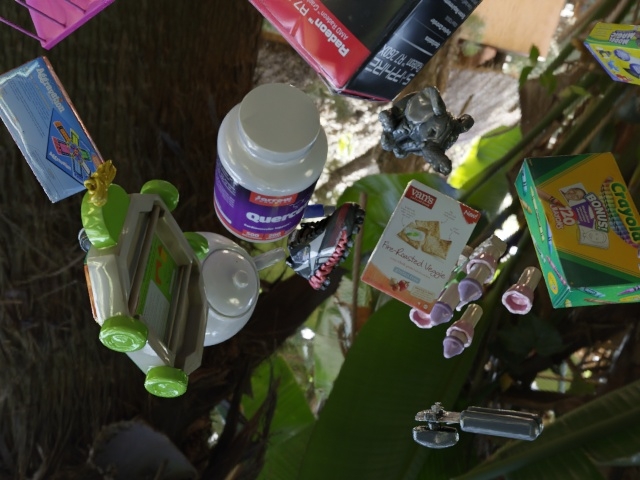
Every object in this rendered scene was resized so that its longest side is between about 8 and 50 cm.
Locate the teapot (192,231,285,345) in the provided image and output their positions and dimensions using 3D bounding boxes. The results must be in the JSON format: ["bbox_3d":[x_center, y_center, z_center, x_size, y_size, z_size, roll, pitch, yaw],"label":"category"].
[{"bbox_3d":[-0.209,0.088,1.180,0.187,0.255,0.253,-17,143,39],"label":"teapot"}]

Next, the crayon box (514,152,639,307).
[{"bbox_3d":[0.469,-0.023,1.046,0.166,0.081,0.278,-4,-122,-2],"label":"crayon box"}]

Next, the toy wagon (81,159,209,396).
[{"bbox_3d":[-0.239,0.037,0.804,0.068,0.344,0.267,-11,-134,10],"label":"toy wagon"}]

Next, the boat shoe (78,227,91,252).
[{"bbox_3d":[-0.497,0.045,1.574,0.303,0.114,0.091,16,-144,-18],"label":"boat shoe"}]

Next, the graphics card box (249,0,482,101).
[{"bbox_3d":[0.072,-0.291,0.323,0.232,0.371,0.094,50,-154,15],"label":"graphics card box"}]

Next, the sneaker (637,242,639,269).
[{"bbox_3d":[0.462,0.057,0.633,0.225,0.088,0.092,29,153,-6],"label":"sneaker"}]

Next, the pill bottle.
[{"bbox_3d":[-0.091,-0.128,1.025,0.182,0.181,0.323,13,158,-7],"label":"pill bottle"}]

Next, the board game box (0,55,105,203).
[{"bbox_3d":[-0.583,-0.234,1.264,0.145,0.281,0.027,-23,-163,5],"label":"board game box"}]

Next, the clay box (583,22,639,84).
[{"bbox_3d":[0.605,-0.331,1.067,0.127,0.053,0.222,31,-172,-31],"label":"clay box"}]

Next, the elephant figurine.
[{"bbox_3d":[0.255,-0.252,1.305,0.170,0.185,0.239,-14,-165,-27],"label":"elephant figurine"}]

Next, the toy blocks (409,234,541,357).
[{"bbox_3d":[0.300,0.118,1.405,0.309,0.288,0.260,44,-130,3],"label":"toy blocks"}]

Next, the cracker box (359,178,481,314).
[{"bbox_3d":[0.201,0.013,1.199,0.156,0.232,0.067,27,179,1],"label":"cracker box"}]

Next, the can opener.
[{"bbox_3d":[0.339,0.408,1.288,0.281,0.093,0.074,-9,178,33],"label":"can opener"}]

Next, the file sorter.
[{"bbox_3d":[-0.632,-0.640,1.375,0.202,0.291,0.182,66,-163,13],"label":"file sorter"}]

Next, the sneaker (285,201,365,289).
[{"bbox_3d":[0.000,0.000,1.282,0.135,0.276,0.097,30,-130,-1],"label":"sneaker"}]

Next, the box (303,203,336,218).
[{"bbox_3d":[-0.043,-0.073,1.528,0.137,0.036,0.225,-5,-179,11],"label":"box"}]
